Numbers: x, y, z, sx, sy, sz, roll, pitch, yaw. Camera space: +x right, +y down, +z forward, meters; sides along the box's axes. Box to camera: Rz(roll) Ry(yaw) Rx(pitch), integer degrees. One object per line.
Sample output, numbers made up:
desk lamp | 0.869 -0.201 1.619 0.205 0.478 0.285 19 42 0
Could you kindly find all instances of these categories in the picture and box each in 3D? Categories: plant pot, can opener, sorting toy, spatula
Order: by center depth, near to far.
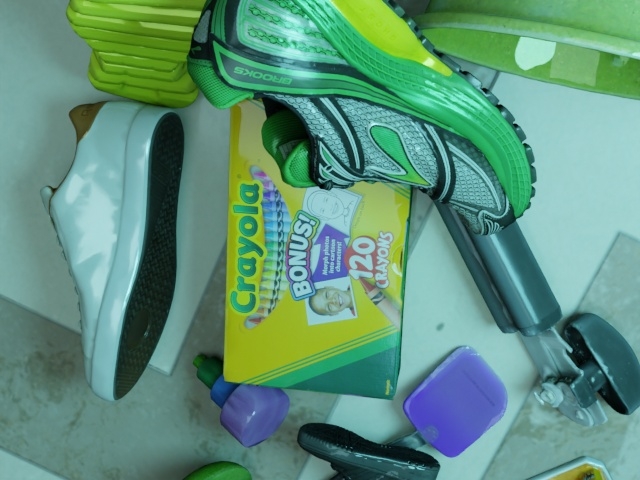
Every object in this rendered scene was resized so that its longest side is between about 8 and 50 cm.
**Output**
plant pot | 0.228 -0.252 0.786 0.276 0.276 0.253 14 95 5
can opener | 0.200 0.053 0.964 0.093 0.074 0.280 -36 100 -19
spatula | 0.060 0.224 1.043 0.296 0.030 0.084 -40 98 16
sorting toy | -0.168 0.269 1.072 0.126 0.127 0.365 38 107 29

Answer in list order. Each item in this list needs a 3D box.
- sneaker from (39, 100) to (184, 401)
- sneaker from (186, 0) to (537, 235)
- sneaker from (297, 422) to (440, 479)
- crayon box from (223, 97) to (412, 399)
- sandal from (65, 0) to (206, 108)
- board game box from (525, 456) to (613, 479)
sneaker | -0.209 0.007 0.999 0.123 0.106 0.290 12 100 17
sneaker | 0.035 -0.092 0.787 0.344 0.134 0.146 34 96 -37
sneaker | 0.051 0.241 1.005 0.170 0.051 0.089 15 104 -2
crayon box | 0.000 0.000 0.964 0.166 0.081 0.278 5 106 7
sandal | -0.135 -0.208 0.838 0.126 0.317 0.138 11 82 -15
board game box | 0.197 0.466 1.078 0.390 0.050 0.389 -27 99 14
